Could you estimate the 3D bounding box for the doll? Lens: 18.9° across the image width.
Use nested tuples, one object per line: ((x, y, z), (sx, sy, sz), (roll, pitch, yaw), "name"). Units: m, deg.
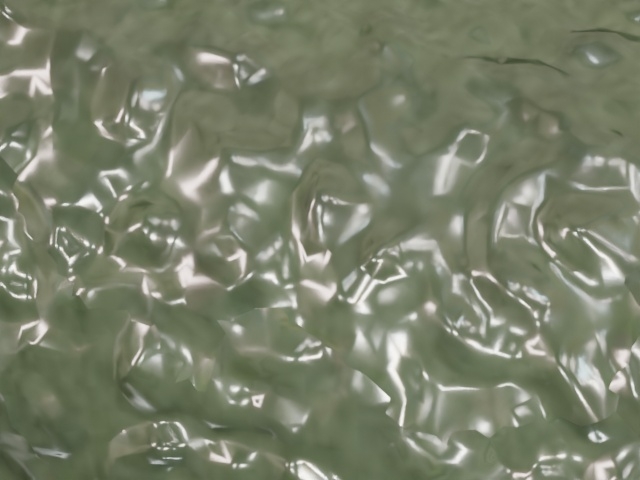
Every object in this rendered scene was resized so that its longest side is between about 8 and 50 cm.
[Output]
((0.039, 0.011, 0.422), (0.349, 0.247, 0.247), (18, 133, 5), "doll")
